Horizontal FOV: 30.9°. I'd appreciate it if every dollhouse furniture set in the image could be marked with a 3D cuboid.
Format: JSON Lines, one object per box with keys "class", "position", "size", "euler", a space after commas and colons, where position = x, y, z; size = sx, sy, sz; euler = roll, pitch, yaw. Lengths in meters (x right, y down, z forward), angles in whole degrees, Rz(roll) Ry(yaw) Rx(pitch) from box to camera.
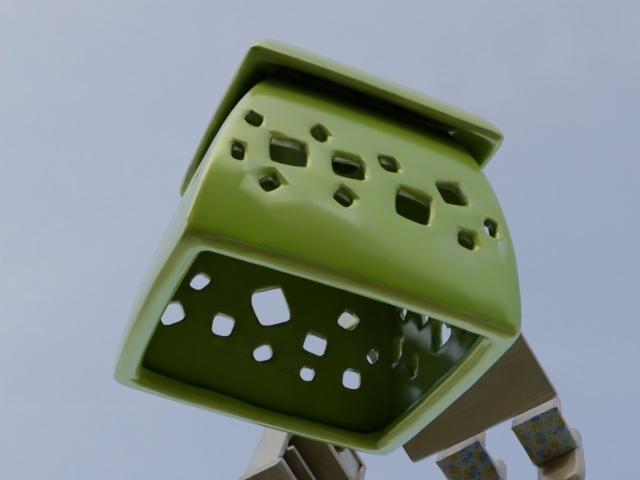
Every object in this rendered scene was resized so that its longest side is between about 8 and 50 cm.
{"class": "dollhouse furniture set", "position": [0.073, 0.159, 0.967], "size": [0.242, 0.161, 0.212], "euler": [-28, -79, 16]}

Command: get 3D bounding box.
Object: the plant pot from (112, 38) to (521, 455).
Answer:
{"class": "plant pot", "position": [0.000, 0.000, 0.828], "size": [0.228, 0.207, 0.227], "euler": [19, -36, -12]}
